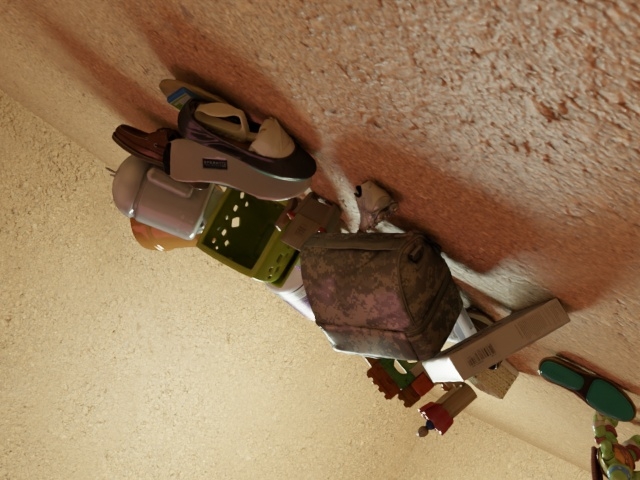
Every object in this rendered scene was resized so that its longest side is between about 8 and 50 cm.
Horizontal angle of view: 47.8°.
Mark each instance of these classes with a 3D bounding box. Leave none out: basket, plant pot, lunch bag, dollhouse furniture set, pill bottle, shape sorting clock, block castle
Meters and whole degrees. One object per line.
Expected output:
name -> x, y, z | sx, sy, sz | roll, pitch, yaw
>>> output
basket -> 0.489, 0.385, 2.146 | 0.167, 0.103, 0.113 | 41, 166, -33
plant pot -> -0.439, -0.098, 2.313 | 0.203, 0.291, 0.291 | 10, 161, 23
lunch bag -> 0.121, 0.094, 1.520 | 0.305, 0.213, 0.256 | 2, 135, 41
dollhouse furniture set -> 0.000, 0.000, 1.746 | 0.262, 0.135, 0.259 | 28, 169, 24
pill bottle -> -0.068, 0.131, 2.433 | 0.181, 0.182, 0.323 | 23, 165, 43
shape sorting clock -> -0.228, -0.268, 1.456 | 0.206, 0.040, 0.206 | 27, 169, 6
plant pot -> -0.163, -0.008, 1.985 | 0.227, 0.228, 0.207 | 26, 174, 31
block castle -> 0.247, 0.377, 2.200 | 0.453, 0.213, 0.303 | 50, 176, 10

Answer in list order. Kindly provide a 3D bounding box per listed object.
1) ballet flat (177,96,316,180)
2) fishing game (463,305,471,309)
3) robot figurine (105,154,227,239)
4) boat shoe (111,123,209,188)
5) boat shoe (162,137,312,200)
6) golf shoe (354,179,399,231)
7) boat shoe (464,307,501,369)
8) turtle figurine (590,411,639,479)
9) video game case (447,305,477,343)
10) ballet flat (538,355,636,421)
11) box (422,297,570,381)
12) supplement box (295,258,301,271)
ballet flat -> -0.135, -0.192, 1.349 | 0.280, 0.095, 0.096 | 19, 145, -2
fishing game -> 0.265, 0.139, 1.861 | 0.264, 0.041, 0.189 | 27, 168, 17
robot figurine -> -0.431, -0.129, 2.039 | 0.353, 0.200, 0.300 | 22, 160, -8
boat shoe -> -0.408, -0.251, 1.922 | 0.307, 0.105, 0.111 | 27, -158, 9
boat shoe -> -0.155, -0.172, 1.550 | 0.340, 0.127, 0.158 | 13, -161, 20
golf shoe -> 0.098, -0.071, 1.381 | 0.086, 0.069, 0.176 | 53, 167, 4
boat shoe -> 0.401, 0.254, 1.798 | 0.095, 0.095, 0.257 | 8, 157, 42
turtle figurine -> 0.774, 0.490, 1.792 | 0.197, 0.275, 0.266 | 6, -178, 16
video game case -> 0.281, 0.168, 1.746 | 0.201, 0.023, 0.183 | -1, 121, 62
ballet flat -> 0.616, 0.331, 1.662 | 0.232, 0.080, 0.073 | 31, -162, 24
box -> 0.338, 0.208, 1.450 | 0.059, 0.232, 0.322 | 62, 174, 9
supplement box -> 0.046, 0.089, 2.093 | 0.220, 0.114, 0.111 | 35, 169, -21
